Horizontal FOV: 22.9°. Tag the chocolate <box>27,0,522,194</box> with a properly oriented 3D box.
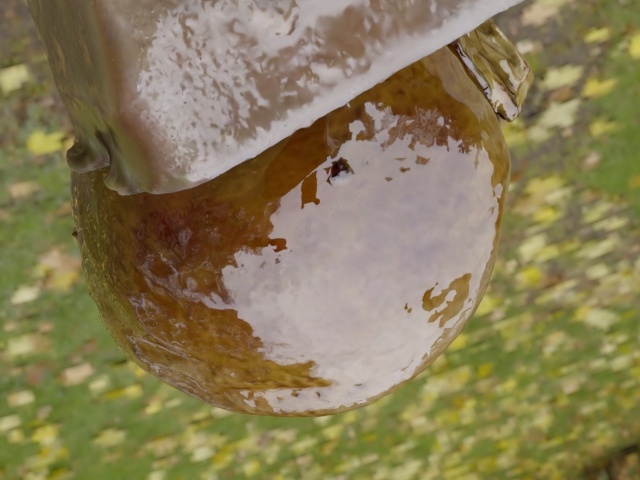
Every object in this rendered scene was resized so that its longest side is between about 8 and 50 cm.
[{"bbox_3d":[-0.003,-0.105,0.535,0.214,0.093,0.148,-29,-164,-13],"label":"chocolate"}]

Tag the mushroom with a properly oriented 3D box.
[{"bbox_3d":[-0.007,-0.052,0.884,0.283,0.263,0.195,-42,163,-21],"label":"mushroom"}]
